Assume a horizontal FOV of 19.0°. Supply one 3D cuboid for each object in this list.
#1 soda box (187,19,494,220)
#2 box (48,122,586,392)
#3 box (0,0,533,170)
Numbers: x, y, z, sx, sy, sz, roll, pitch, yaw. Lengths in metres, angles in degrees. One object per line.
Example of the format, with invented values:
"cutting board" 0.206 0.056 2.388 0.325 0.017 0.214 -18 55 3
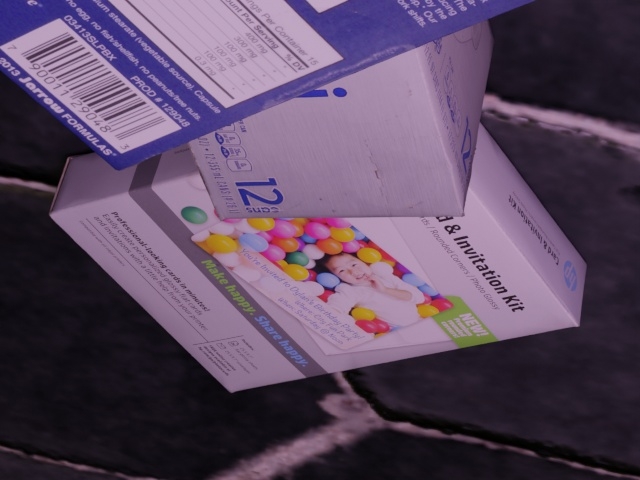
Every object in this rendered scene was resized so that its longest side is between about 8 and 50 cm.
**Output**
"soda box" -0.017 -0.128 0.616 0.098 0.091 0.286 -1 141 17
"box" 0.000 0.000 0.826 0.186 0.038 0.145 -13 136 30
"box" -0.019 -0.102 0.543 0.225 0.036 0.136 -18 134 35
